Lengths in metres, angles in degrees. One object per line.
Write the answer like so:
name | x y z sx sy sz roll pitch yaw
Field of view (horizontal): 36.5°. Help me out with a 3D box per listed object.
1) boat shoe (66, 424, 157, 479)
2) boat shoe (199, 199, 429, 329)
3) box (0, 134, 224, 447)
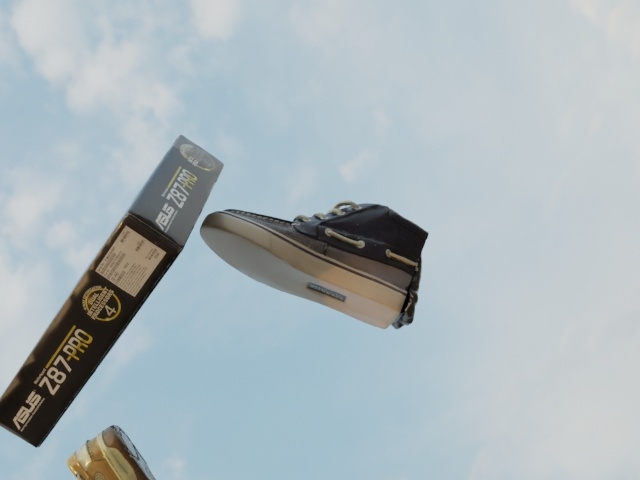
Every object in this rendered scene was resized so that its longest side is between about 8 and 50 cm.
boat shoe | -0.180 0.274 0.951 0.072 0.068 0.190 -33 -84 -5
boat shoe | 0.000 0.000 1.461 0.127 0.341 0.158 121 172 -62
box | -0.300 0.065 1.406 0.097 0.318 0.395 35 -66 -8
